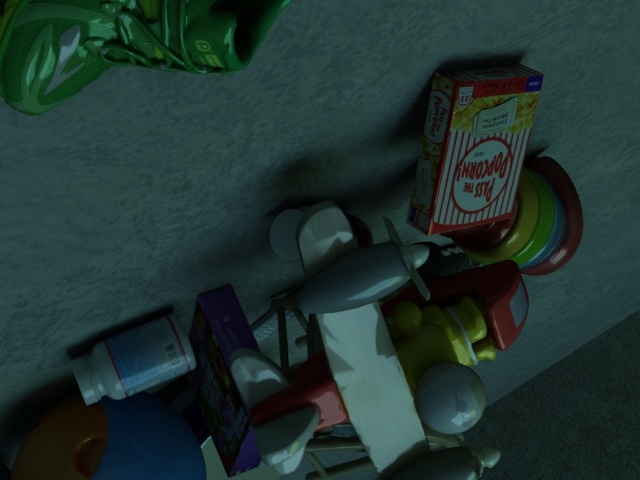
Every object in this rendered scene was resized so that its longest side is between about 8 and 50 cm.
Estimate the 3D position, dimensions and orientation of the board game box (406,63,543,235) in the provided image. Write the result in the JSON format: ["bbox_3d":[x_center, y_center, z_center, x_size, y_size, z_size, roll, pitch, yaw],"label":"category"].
[{"bbox_3d":[0.186,-0.111,1.282,0.146,0.045,0.193,-12,122,-36],"label":"board game box"}]

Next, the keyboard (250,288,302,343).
[{"bbox_3d":[-0.093,0.147,1.739,0.256,0.014,0.072,-39,157,31],"label":"keyboard"}]

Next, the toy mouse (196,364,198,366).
[{"bbox_3d":[-0.254,0.190,1.583,0.143,0.031,0.161,-10,171,-22],"label":"toy mouse"}]

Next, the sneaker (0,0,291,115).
[{"bbox_3d":[-0.113,-0.172,0.780,0.295,0.123,0.109,-29,160,7],"label":"sneaker"}]

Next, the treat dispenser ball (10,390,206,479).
[{"bbox_3d":[-0.315,0.362,1.586,0.288,0.288,0.288,-24,160,-9],"label":"treat dispenser ball"}]

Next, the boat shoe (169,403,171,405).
[{"bbox_3d":[-0.196,0.326,1.934,0.257,0.095,0.095,-5,145,-45],"label":"boat shoe"}]

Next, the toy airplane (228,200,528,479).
[{"bbox_3d":[0.085,0.172,1.330,0.386,0.272,0.384,19,94,-34],"label":"toy airplane"}]

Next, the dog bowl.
[{"bbox_3d":[-0.158,0.347,1.843,0.265,0.104,0.265,-25,139,-25],"label":"dog bowl"}]

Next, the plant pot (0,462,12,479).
[{"bbox_3d":[-0.555,0.489,1.669,0.293,0.235,0.293,-23,159,-10],"label":"plant pot"}]

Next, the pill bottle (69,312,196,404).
[{"bbox_3d":[-0.260,0.167,1.471,0.160,0.087,0.087,-21,159,-15],"label":"pill bottle"}]

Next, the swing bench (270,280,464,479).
[{"bbox_3d":[0.072,0.208,1.607,0.254,0.253,0.165,-12,148,10],"label":"swing bench"}]

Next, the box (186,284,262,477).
[{"bbox_3d":[-0.136,0.219,1.588,0.057,0.201,0.293,-17,157,-20],"label":"box"}]

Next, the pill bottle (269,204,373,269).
[{"bbox_3d":[0.000,0.000,1.392,0.086,0.086,0.152,-36,158,23],"label":"pill bottle"}]

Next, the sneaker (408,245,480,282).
[{"bbox_3d":[0.188,0.078,1.787,0.234,0.106,0.078,-13,156,-34],"label":"sneaker"}]

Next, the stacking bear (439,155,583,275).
[{"bbox_3d":[0.239,-0.044,1.495,0.289,0.164,0.175,13,125,-50],"label":"stacking bear"}]
